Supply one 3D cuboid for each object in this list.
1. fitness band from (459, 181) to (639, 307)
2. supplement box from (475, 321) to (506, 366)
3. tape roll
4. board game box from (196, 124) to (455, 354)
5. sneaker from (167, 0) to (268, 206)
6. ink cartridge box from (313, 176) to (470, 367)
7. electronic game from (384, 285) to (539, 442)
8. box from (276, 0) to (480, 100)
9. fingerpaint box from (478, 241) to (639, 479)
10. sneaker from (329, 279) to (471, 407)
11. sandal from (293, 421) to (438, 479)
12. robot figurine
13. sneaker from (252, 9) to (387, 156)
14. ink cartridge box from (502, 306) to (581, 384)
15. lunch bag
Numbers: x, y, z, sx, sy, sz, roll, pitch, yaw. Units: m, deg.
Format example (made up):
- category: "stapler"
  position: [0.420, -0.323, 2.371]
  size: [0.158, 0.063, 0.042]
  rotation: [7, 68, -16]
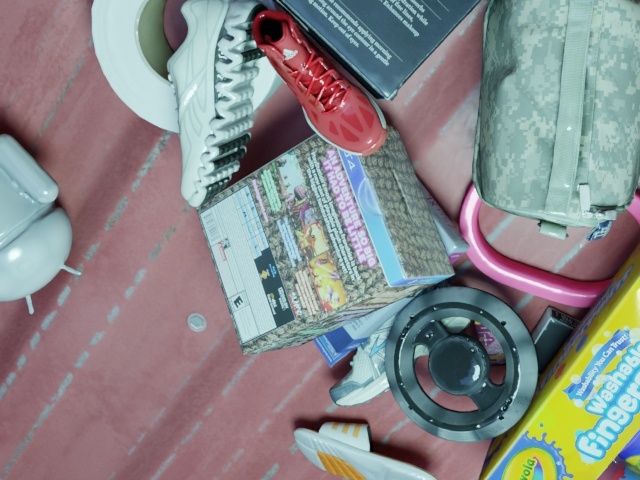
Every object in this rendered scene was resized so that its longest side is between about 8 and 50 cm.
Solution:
- category: "fitness band"
  position: [0.346, -0.013, 1.264]
  size: [0.290, 0.054, 0.209]
  rotation: [19, 116, 7]
- category: "supplement box"
  position: [0.267, 0.146, 1.351]
  size: [0.043, 0.055, 0.083]
  rotation: [-5, 111, 18]
- category: "tape roll"
  position: [-0.180, -0.302, 1.251]
  size: [0.286, 0.100, 0.286]
  rotation: [6, 114, 13]
- category: "board game box"
  position: [0.000, 0.000, 1.230]
  size: [0.291, 0.141, 0.232]
  rotation: [-27, 75, 31]
- category: "sneaker"
  position: [-0.154, -0.191, 1.187]
  size: [0.118, 0.110, 0.292]
  rotation: [19, 108, 14]
- category: "ink cartridge box"
  position: [0.054, 0.036, 1.319]
  size: [0.311, 0.065, 0.186]
  rotation: [-46, 69, 28]
- category: "electronic game"
  position: [0.203, 0.181, 1.272]
  size: [0.229, 0.048, 0.229]
  rotation: [1, 92, 24]
- category: "box"
  position: [0.061, -0.398, 1.056]
  size: [0.343, 0.179, 0.312]
  rotation: [43, 97, -6]
- category: "fingerpaint box"
  position: [0.491, 0.270, 1.213]
  size: [0.371, 0.163, 0.445]
  rotation: [32, 118, 7]
- category: "sneaker"
  position: [0.109, 0.152, 1.382]
  size: [0.283, 0.110, 0.122]
  rotation: [-42, 86, 18]
- category: "sandal"
  position: [0.084, 0.361, 1.478]
  size: [0.265, 0.076, 0.102]
  rotation: [14, 139, 21]
- category: "robot figurine"
  position: [-0.542, -0.047, 1.397]
  size: [0.300, 0.200, 0.353]
  rotation: [-33, 101, 33]
- category: "sneaker"
  position: [-0.014, -0.197, 1.076]
  size: [0.087, 0.128, 0.221]
  rotation: [-47, 71, 8]
- category: "ink cartridge box"
  position: [0.401, 0.234, 1.361]
  size: [0.206, 0.045, 0.208]
  rotation: [25, 118, 3]
- category: "lunch bag"
  position: [0.296, -0.167, 1.066]
  size: [0.212, 0.256, 0.305]
  rotation: [6, 99, 11]
